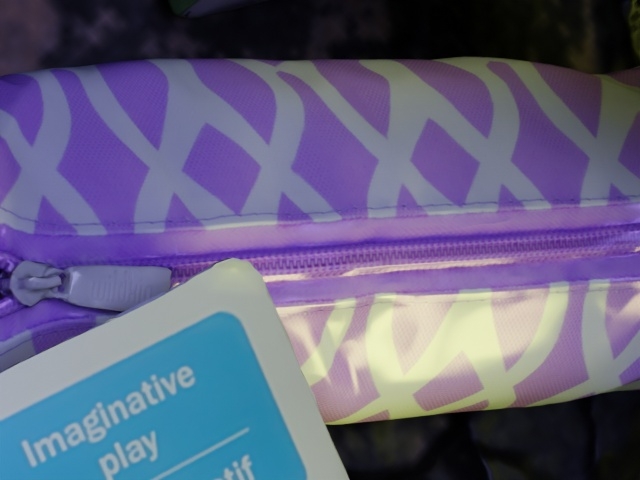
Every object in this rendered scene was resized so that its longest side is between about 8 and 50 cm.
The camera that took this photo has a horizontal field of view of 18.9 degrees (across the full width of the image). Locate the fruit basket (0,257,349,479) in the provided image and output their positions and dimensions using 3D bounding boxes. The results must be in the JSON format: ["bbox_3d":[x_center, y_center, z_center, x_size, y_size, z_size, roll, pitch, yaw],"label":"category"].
[{"bbox_3d":[-0.067,0.224,0.298,0.327,0.165,0.353,-25,101,-26],"label":"fruit basket"}]

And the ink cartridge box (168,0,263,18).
[{"bbox_3d":[0.025,-0.214,0.452,0.198,0.115,0.273,-19,89,-25],"label":"ink cartridge box"}]

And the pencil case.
[{"bbox_3d":[0.000,0.000,0.421,0.206,0.088,0.086,-5,86,-26],"label":"pencil case"}]
